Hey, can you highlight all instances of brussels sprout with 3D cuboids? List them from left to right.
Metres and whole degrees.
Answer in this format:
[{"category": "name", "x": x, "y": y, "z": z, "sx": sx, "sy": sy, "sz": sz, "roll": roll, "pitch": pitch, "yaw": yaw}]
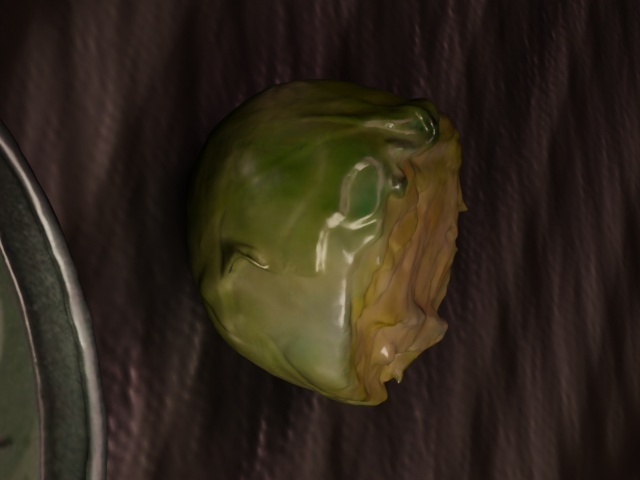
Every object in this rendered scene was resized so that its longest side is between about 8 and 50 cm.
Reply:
[{"category": "brussels sprout", "x": -0.004, "y": -0.003, "z": 0.719, "sx": 0.149, "sy": 0.122, "sz": 0.151, "roll": -50, "pitch": 146, "yaw": -40}]

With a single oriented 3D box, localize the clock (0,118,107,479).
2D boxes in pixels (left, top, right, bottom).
[{"category": "clock", "x": -0.190, "y": 0.062, "z": 0.477, "sx": 0.319, "sy": 0.066, "sz": 0.319, "roll": 19, "pitch": 67, "yaw": -53}]
